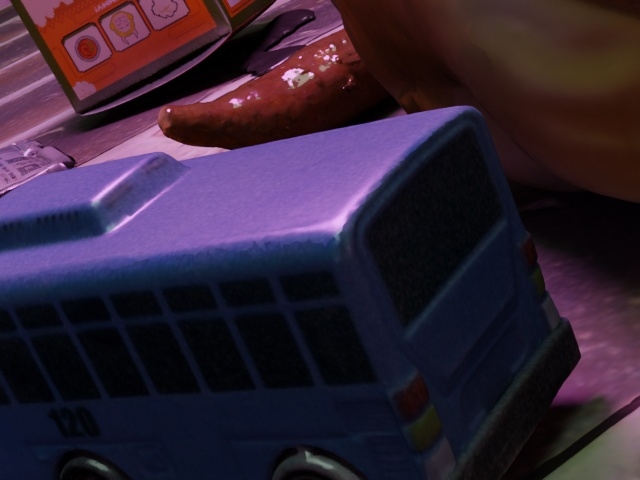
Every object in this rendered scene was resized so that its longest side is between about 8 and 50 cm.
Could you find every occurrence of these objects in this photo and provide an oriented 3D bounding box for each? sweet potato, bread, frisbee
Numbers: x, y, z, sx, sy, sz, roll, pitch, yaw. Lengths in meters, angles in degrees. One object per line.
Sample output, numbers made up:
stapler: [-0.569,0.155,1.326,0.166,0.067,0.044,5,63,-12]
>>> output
sweet potato: [0.031,-0.121,0.955,0.314,0.066,0.072,-30,27,-26]
bread: [0.095,-0.163,0.682,0.329,0.245,0.424,14,14,-18]
frisbee: [-0.089,-0.162,1.274,0.187,0.012,0.211,-22,19,5]

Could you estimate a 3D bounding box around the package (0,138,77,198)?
package: [-0.307,-0.042,1.186,0.173,0.027,0.171,-30,23,-17]

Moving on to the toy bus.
toy bus: [-0.040,0.032,0.519,0.234,0.133,0.116,-7,25,37]

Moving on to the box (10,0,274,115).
box: [-0.157,-0.233,1.306,0.177,0.148,0.195,-26,13,20]
